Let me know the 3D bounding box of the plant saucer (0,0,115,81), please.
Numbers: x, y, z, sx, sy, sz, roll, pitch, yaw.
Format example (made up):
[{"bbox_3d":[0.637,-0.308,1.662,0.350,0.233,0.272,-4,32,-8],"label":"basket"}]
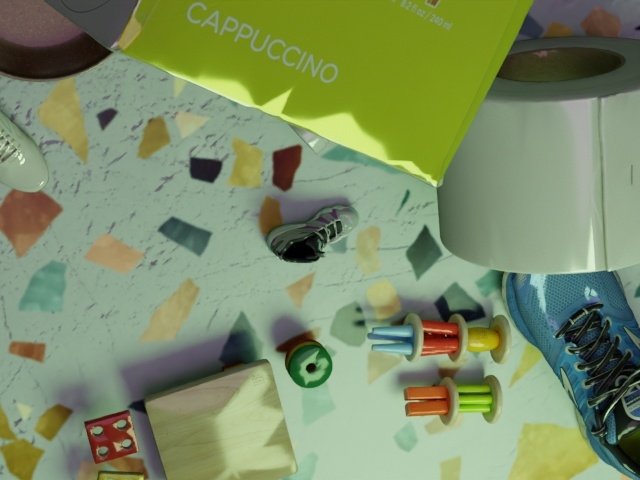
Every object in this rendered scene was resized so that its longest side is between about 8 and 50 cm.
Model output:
[{"bbox_3d":[-0.256,-0.245,1.451,0.198,0.036,0.199,-5,110,-15],"label":"plant saucer"}]

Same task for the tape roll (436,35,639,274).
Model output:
[{"bbox_3d":[0.230,-0.088,1.530,0.246,0.246,0.169,-10,109,-13],"label":"tape roll"}]

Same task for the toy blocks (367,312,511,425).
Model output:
[{"bbox_3d":[0.119,0.136,1.674,0.148,0.054,0.123,2,107,-16],"label":"toy blocks"}]

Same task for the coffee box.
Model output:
[{"bbox_3d":[-0.031,-0.291,1.295,0.337,0.334,0.338,20,101,-39],"label":"coffee box"}]

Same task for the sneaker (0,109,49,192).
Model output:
[{"bbox_3d":[-0.307,-0.097,1.473,0.053,0.061,0.152,-42,115,-2],"label":"sneaker"}]

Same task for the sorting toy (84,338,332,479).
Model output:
[{"bbox_3d":[-0.113,0.196,1.632,0.274,0.046,0.132,-18,112,-10],"label":"sorting toy"}]

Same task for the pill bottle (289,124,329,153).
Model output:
[{"bbox_3d":[0.022,-0.141,1.549,0.116,0.065,0.065,-43,114,1],"label":"pill bottle"}]

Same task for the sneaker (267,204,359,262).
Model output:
[{"bbox_3d":[0.000,0.000,1.587,0.098,0.069,0.038,-23,113,-7],"label":"sneaker"}]

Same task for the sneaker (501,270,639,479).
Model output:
[{"bbox_3d":[0.307,0.129,1.676,0.129,0.147,0.330,-35,113,-3],"label":"sneaker"}]
